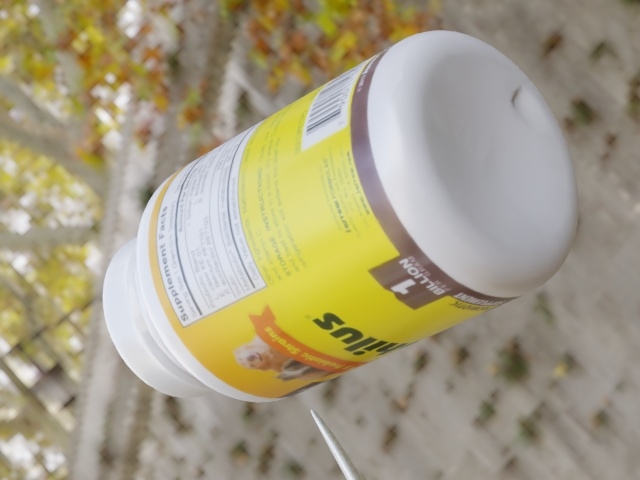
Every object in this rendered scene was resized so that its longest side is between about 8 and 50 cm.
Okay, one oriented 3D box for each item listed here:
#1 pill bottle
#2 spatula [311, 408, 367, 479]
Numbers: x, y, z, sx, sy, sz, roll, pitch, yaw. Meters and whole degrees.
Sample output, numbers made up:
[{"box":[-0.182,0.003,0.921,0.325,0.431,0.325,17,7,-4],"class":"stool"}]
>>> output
[{"box":[0.000,0.000,0.843,0.215,0.117,0.117,-27,-4,42],"class":"pill bottle"},{"box":[0.075,0.205,0.946,0.019,0.242,0.168,-31,-36,-5],"class":"spatula"}]
